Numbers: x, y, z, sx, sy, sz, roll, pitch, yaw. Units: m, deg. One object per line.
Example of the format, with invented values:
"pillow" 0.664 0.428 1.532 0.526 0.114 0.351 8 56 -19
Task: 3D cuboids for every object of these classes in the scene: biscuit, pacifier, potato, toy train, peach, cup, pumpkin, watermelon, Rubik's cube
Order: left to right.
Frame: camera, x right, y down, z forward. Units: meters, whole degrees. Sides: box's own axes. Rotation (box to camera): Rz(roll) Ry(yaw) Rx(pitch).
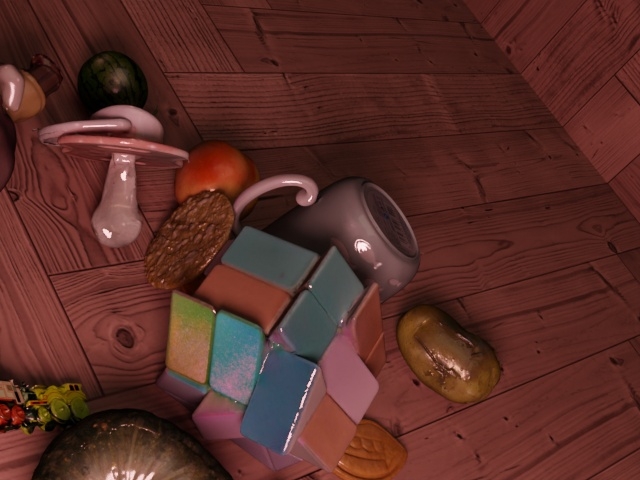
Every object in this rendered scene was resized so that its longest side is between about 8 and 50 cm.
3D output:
"toy train" -0.440 0.248 1.335 0.085 0.053 0.250 62 17 20
"watermelon" -0.421 -0.307 1.884 0.187 0.141 0.141 51 40 7
"pacifier" -0.372 -0.142 1.689 0.220 0.332 0.273 -31 96 -12
"pumpkin" -0.260 0.395 1.251 0.328 0.257 0.291 33 65 8
"biscuit" -0.246 -0.001 1.684 0.033 0.220 0.219 43 31 -38
"peach" -0.211 -0.112 1.842 0.184 0.184 0.184 22 42 -21
"Rubik's cube" -0.082 0.182 1.522 0.387 0.368 0.358 36 60 -6
"cup" 0.000 0.000 1.735 0.357 0.274 0.259 44 25 -28
"biscuit" 0.071 0.395 1.693 0.221 0.029 0.142 21 43 -23
"potato" 0.268 0.240 1.906 0.248 0.143 0.169 44 28 6

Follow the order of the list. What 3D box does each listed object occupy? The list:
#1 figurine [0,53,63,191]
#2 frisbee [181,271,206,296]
"figurine" -0.595 -0.222 1.557 0.206 0.218 0.365 56 34 -38
"frisbee" -0.190 0.078 1.784 0.192 0.035 0.192 21 43 -21
